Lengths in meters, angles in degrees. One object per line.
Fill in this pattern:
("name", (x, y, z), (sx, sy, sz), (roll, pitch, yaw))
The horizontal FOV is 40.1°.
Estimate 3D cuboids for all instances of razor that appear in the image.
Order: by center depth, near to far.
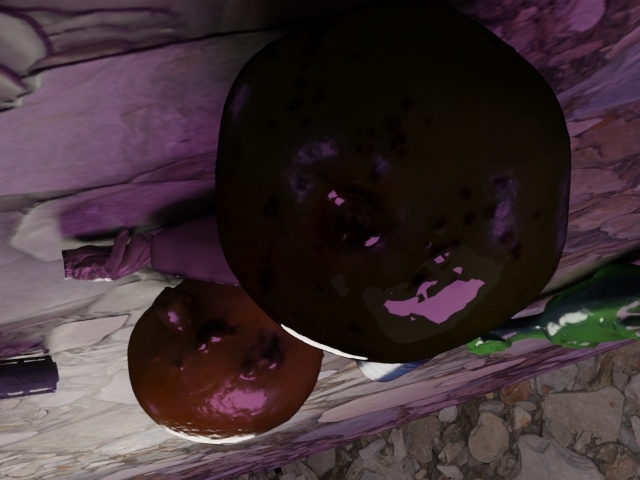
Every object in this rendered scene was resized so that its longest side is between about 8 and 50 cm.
("razor", (-0.331, 0.153, 0.914), (0.068, 0.040, 0.135), (0, 163, -40))

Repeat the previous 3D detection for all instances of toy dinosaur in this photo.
("toy dinosaur", (0.390, 0.070, 1.225), (0.375, 0.143, 0.500), (-6, 160, 6))

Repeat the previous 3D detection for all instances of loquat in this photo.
("loquat", (-0.085, 0.094, 0.761), (0.172, 0.149, 0.204), (-18, 149, 10))

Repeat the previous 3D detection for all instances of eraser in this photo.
("eraser", (0.000, -0.001, 0.641), (0.244, 0.059, 0.204), (1, -172, -11))

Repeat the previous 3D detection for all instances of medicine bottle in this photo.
("medicine bottle", (0.117, 0.120, 1.132), (0.084, 0.083, 0.203), (-8, 159, -26))

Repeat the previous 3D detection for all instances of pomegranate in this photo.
("pomegranate", (0.043, -0.033, 0.466), (0.182, 0.181, 0.224), (-22, -178, 16))

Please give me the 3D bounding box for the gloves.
("gloves", (-0.158, 0.013, 0.636), (0.081, 0.037, 0.044), (-19, -161, -10))
